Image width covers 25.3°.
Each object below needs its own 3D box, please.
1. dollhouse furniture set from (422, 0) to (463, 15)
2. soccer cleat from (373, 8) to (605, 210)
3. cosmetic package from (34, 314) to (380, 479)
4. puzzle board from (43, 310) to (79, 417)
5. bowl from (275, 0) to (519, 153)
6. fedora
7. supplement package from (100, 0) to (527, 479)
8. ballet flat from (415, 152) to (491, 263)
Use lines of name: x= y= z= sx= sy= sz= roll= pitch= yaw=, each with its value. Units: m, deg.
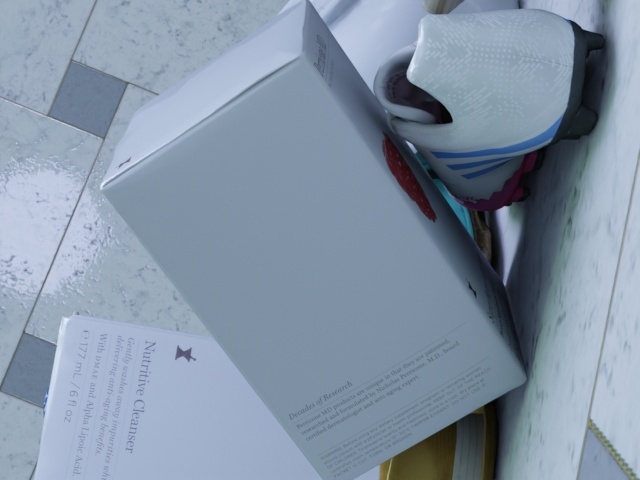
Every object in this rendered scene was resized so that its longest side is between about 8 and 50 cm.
dollhouse furniture set: x=0.088 y=-0.363 z=1.089 sx=0.394 sy=0.256 sz=0.362 roll=-44 pitch=-22 yaw=-49
soccer cleat: x=0.106 y=-0.102 z=1.064 sx=0.331 sy=0.143 sz=0.116 roll=111 pitch=168 yaw=-79
cosmetic package: x=-0.082 y=0.219 z=1.445 sx=0.156 sy=0.385 sz=0.217 roll=101 pitch=177 yaw=-74
puzzle board: x=-0.273 y=0.153 z=1.512 sx=0.096 sy=0.011 sz=0.128 roll=97 pitch=-177 yaw=-50
bowl: x=0.036 y=-0.182 z=1.366 sx=0.298 sy=0.134 sz=0.298 roll=-38 pitch=22 yaw=18
fedora: x=0.087 y=0.200 z=1.152 sx=0.194 sy=0.079 sz=0.194 roll=-170 pitch=90 yaw=-87
supplement package: x=0.000 y=0.000 z=1.069 sx=0.293 sy=0.175 sz=0.177 roll=54 pitch=-166 yaw=-18
ballet flat: x=0.113 y=-0.028 z=1.342 sx=0.342 sy=0.116 sz=0.124 roll=-91 pitch=-10 yaw=-54
